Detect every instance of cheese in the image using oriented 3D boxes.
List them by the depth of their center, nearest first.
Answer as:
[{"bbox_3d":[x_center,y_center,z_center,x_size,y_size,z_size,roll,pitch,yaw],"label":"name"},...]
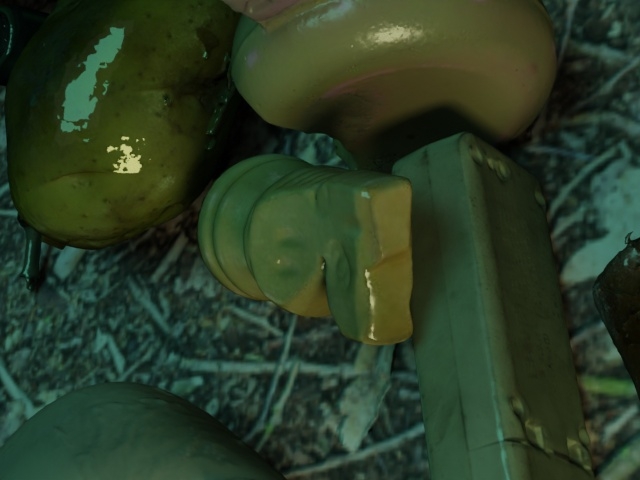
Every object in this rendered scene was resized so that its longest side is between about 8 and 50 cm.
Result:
[{"bbox_3d":[0.012,-0.111,0.747,0.163,0.286,0.082,-25,63,29],"label":"cheese"},{"bbox_3d":[-0.113,0.176,0.806,0.198,0.154,0.189,-54,44,6],"label":"cheese"}]

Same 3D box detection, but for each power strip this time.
[{"bbox_3d":[0.094,0.086,0.725,0.053,0.093,0.288,-22,58,30],"label":"power strip"}]

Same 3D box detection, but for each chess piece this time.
[{"bbox_3d":[0.000,0.000,0.782,0.090,0.090,0.200,-65,20,-4],"label":"chess piece"}]

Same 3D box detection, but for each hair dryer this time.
[{"bbox_3d":[-0.199,-0.062,1.024,0.057,0.100,0.198,5,89,46],"label":"hair dryer"}]

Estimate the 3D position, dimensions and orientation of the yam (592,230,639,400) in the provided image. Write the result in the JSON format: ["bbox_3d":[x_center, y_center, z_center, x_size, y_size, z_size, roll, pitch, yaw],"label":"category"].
[{"bbox_3d":[0.184,0.062,0.679,0.079,0.079,0.141,-33,53,22],"label":"yam"}]

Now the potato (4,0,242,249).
[{"bbox_3d":[-0.115,-0.111,0.942,0.169,0.143,0.248,3,64,42],"label":"potato"}]
